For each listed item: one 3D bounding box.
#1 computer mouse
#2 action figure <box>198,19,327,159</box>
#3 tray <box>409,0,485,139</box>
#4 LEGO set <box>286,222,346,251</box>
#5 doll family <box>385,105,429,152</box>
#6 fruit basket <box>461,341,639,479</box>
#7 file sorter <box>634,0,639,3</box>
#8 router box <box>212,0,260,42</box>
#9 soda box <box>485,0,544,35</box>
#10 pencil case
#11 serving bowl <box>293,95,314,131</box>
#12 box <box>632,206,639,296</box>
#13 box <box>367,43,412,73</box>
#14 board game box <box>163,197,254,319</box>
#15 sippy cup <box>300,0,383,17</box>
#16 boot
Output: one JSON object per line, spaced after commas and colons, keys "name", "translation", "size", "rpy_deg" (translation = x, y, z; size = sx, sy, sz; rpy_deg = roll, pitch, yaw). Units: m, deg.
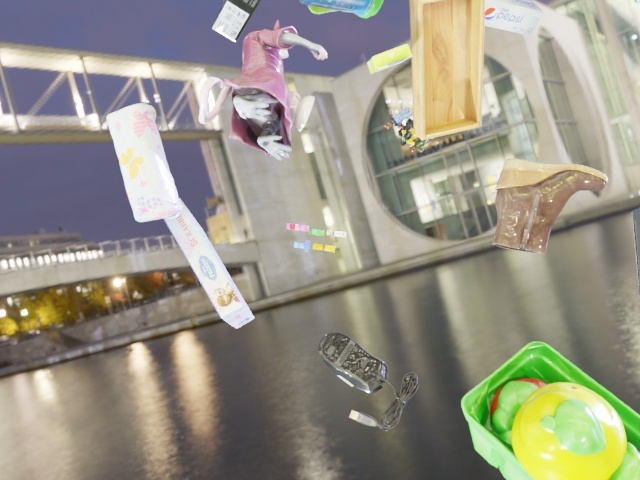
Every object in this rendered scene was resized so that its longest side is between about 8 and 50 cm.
{"name": "computer mouse", "translation": [0.091, 0.347, 1.520], "size": [0.184, 0.261, 0.060], "rpy_deg": [-57, -8, -39]}
{"name": "action figure", "translation": [-0.143, -0.366, 1.450], "size": [0.275, 0.370, 0.248], "rpy_deg": [7, -35, -16]}
{"name": "tray", "translation": [0.372, -0.518, 1.865], "size": [0.202, 0.411, 0.076], "rpy_deg": [-14, 32, -11]}
{"name": "LEGO set", "translation": [0.000, 0.000, 2.147], "size": [0.227, 0.087, 0.093], "rpy_deg": [7, 1, -37]}
{"name": "doll family", "translation": [0.315, -0.400, 2.302], "size": [0.111, 0.193, 0.076], "rpy_deg": [-38, -33, 12]}
{"name": "fruit basket", "translation": [0.440, 0.339, 1.101], "size": [0.282, 0.392, 0.392], "rpy_deg": [-30, 4, -26]}
{"name": "file sorter", "translation": [0.596, -0.385, 1.035], "size": [0.104, 0.170, 0.118], "rpy_deg": [-41, 30, -7]}
{"name": "router box", "translation": [-0.173, -0.727, 1.719], "size": [0.081, 0.243, 0.309], "rpy_deg": [27, -49, -19]}
{"name": "soda box", "translation": [0.589, -0.770, 2.110], "size": [0.286, 0.098, 0.091], "rpy_deg": [4, -46, -20]}
{"name": "pencil case", "translation": [-0.410, -0.180, 1.482], "size": [0.113, 0.273, 0.124], "rpy_deg": [-16, -2, 19]}
{"name": "serving bowl", "translation": [-0.041, -0.287, 1.416], "size": [0.027, 0.083, 0.083], "rpy_deg": [22, -11, -11]}
{"name": "box", "translation": [0.604, 0.031, 0.990], "size": [0.207, 0.153, 0.108], "rpy_deg": [16, -24, -24]}
{"name": "box", "translation": [0.197, -0.521, 1.822], "size": [0.108, 0.043, 0.178], "rpy_deg": [-21, 10, 2]}
{"name": "board game box", "translation": [-0.295, 0.074, 1.693], "size": [0.065, 0.319, 0.318], "rpy_deg": [-31, -11, -7]}
{"name": "sippy cup", "translation": [0.046, -0.766, 1.820], "size": [0.223, 0.240, 0.306], "rpy_deg": [-8, -44, -21]}
{"name": "boot", "translation": [0.516, -0.070, 1.433], "size": [0.248, 0.207, 0.090], "rpy_deg": [7, -5, 1]}
